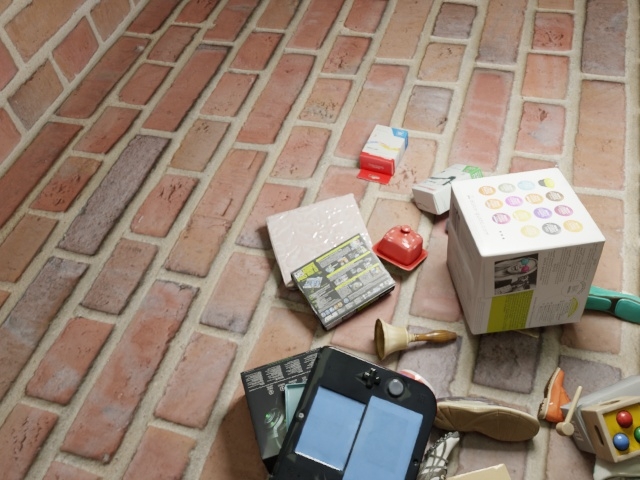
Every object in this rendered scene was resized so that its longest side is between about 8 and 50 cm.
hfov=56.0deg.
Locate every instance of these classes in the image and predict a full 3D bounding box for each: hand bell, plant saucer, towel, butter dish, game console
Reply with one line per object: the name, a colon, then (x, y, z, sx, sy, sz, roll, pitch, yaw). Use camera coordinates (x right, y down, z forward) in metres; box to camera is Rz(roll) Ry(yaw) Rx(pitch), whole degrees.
hand bell: (0.293, 0.293, 1.813, 0.242, 0.126, 0.126, 0, 51, -10)
plant saucer: (-0.057, 0.469, 1.585, 0.067, 0.018, 0.192, -6, 52, 1)
towel: (0.000, 0.000, 2.081, 0.332, 0.053, 0.316, -16, 56, -5)
butter dish: (0.272, 0.002, 1.994, 0.160, 0.118, 0.160, 28, 37, 24)
game console: (0.093, 0.501, 1.520, 0.342, 0.060, 0.386, 23, 71, -3)

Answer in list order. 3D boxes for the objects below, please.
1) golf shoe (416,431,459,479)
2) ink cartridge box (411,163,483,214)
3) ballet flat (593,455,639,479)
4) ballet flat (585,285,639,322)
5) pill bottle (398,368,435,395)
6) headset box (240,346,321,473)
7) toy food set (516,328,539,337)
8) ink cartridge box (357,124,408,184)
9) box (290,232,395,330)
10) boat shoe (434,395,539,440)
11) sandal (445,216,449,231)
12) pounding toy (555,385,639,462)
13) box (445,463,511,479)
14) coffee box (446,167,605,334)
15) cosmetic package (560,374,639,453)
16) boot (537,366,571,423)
golf shoe: (0.308, 0.591, 1.583, 0.198, 0.077, 0.094, -39, 68, -14)
ink cartridge box: (0.449, -0.184, 2.119, 0.209, 0.086, 0.153, -29, 22, -15)
ballet flat: (0.885, 0.575, 1.493, 0.401, 0.139, 0.139, 1, 52, 9)
ballet flat: (0.890, 0.180, 1.824, 0.248, 0.083, 0.087, 13, 41, 14)
pill bottle: (0.206, 0.473, 1.649, 0.124, 0.124, 0.221, 31, 62, 27)
headset box: (-0.066, 0.477, 1.674, 0.247, 0.131, 0.283, -18, 52, -7)
toy food set: (0.641, 0.198, 1.863, 0.133, 0.038, 0.192, 16, 56, 19)
ink cartridge box: (0.237, -0.331, 2.305, 0.134, 0.078, 0.231, 16, 56, 18)
box: (0.072, 0.130, 1.932, 0.270, 0.060, 0.216, -31, 69, -11)
boat shoe: (0.444, 0.472, 1.638, 0.286, 0.102, 0.092, 3, 20, 9)
sandal: (0.558, -0.052, 2.043, 0.255, 0.097, 0.054, 13, 28, 15)
pounding toy: (0.694, 0.446, 1.480, 0.206, 0.094, 0.180, -14, 78, -8)
box: (0.429, 0.683, 1.521, 0.165, 0.021, 0.201, -14, 51, -4)
coffee box: (0.581, 0.031, 1.783, 0.335, 0.338, 0.337, -7, 42, 0)
cosmetic package: (0.776, 0.454, 1.584, 0.238, 0.107, 0.127, -22, 79, -6)
boot: (0.664, 0.432, 1.669, 0.085, 0.059, 0.157, 18, 65, 16)
